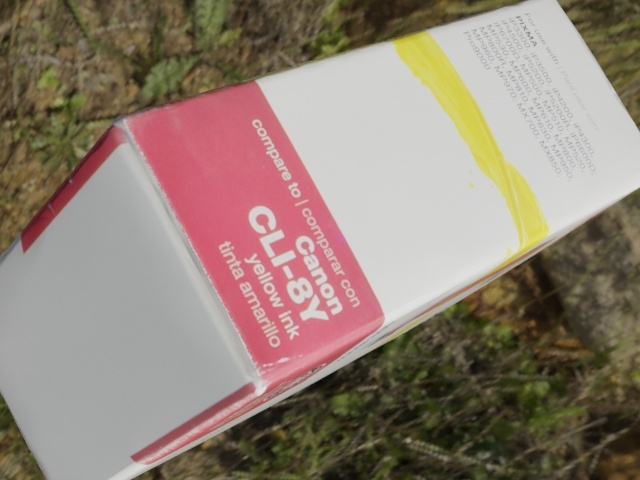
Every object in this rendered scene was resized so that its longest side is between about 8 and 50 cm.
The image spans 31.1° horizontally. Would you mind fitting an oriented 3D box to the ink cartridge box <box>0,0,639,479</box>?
[{"bbox_3d":[0.000,0.000,0.768,0.385,0.279,0.160,-24,81,-40],"label":"ink cartridge box"}]
